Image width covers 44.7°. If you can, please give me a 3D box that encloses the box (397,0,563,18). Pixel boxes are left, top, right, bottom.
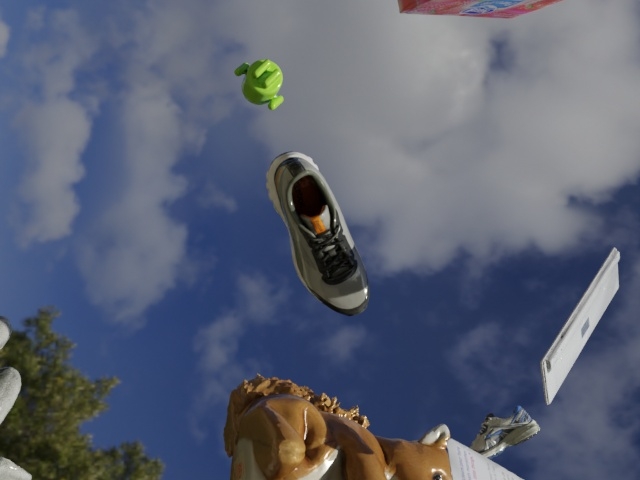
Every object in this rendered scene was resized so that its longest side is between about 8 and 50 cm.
[{"bbox_3d":[0.240,-0.408,1.093,0.142,0.300,0.154,-8,-85,46],"label":"box"}]

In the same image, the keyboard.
[{"bbox_3d":[0.345,0.107,1.024,0.014,0.256,0.072,16,-48,34],"label":"keyboard"}]

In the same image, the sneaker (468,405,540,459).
[{"bbox_3d":[0.257,0.293,1.169,0.135,0.052,0.058,-26,-113,-4],"label":"sneaker"}]

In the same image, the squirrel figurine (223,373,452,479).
[{"bbox_3d":[0.035,0.370,1.336,0.397,0.371,0.280,-135,-128,-64],"label":"squirrel figurine"}]

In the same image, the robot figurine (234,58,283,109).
[{"bbox_3d":[-0.108,-0.289,1.428,0.067,0.101,0.115,-49,-174,-16],"label":"robot figurine"}]

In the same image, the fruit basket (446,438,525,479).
[{"bbox_3d":[0.233,0.336,0.548,0.165,0.353,0.327,-57,-168,24],"label":"fruit basket"}]

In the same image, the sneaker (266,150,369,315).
[{"bbox_3d":[0.000,0.000,1.166,0.271,0.100,0.108,64,-7,-17],"label":"sneaker"}]

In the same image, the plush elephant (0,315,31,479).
[{"bbox_3d":[-0.555,0.288,1.084,0.330,0.272,0.255,51,-48,38],"label":"plush elephant"}]
